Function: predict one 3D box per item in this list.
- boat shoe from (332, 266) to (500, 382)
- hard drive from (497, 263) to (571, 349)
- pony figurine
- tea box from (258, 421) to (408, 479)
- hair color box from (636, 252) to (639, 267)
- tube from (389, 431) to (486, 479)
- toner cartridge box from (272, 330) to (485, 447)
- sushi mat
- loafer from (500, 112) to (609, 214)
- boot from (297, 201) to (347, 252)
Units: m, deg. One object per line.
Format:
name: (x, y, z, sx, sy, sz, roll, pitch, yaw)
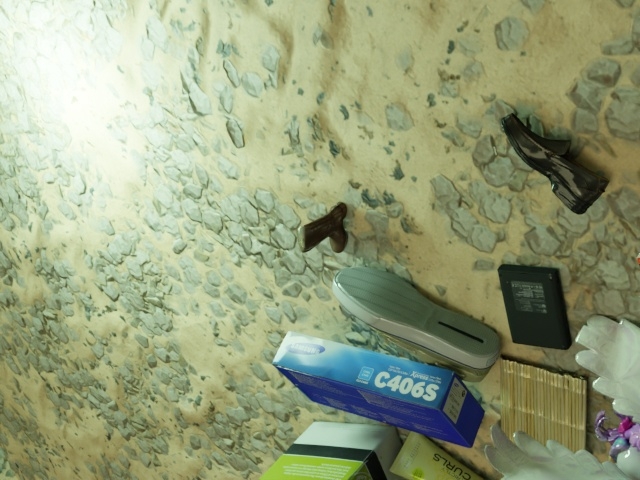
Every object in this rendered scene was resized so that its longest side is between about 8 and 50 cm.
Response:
boat shoe: (0.148, 0.145, 1.525, 0.302, 0.109, 0.094, 28, 135, 19)
hard drive: (0.326, 0.102, 1.403, 0.094, 0.022, 0.135, 4, 120, 38)
pony figurine: (0.456, 0.307, 1.259, 0.351, 0.303, 0.363, 23, 157, 44)
tea box: (0.035, 0.573, 1.755, 0.219, 0.323, 0.329, -6, 114, 42)
hair color box: (0.453, 0.002, 1.138, 0.072, 0.141, 0.043, -8, 112, 43)
tube: (0.247, 0.443, 1.671, 0.240, 0.070, 0.062, 29, 135, 22)
toner cartridge box: (0.099, 0.259, 1.618, 0.347, 0.075, 0.165, 10, 151, 36)
sushi mat: (0.362, 0.346, 1.508, 0.151, 0.019, 0.317, 10, 115, 35)
loafer: (0.316, -0.115, 1.245, 0.170, 0.062, 0.061, 45, 115, 1)
boot: (0.000, 0.000, 1.541, 0.037, 0.114, 0.107, 21, 130, 29)
